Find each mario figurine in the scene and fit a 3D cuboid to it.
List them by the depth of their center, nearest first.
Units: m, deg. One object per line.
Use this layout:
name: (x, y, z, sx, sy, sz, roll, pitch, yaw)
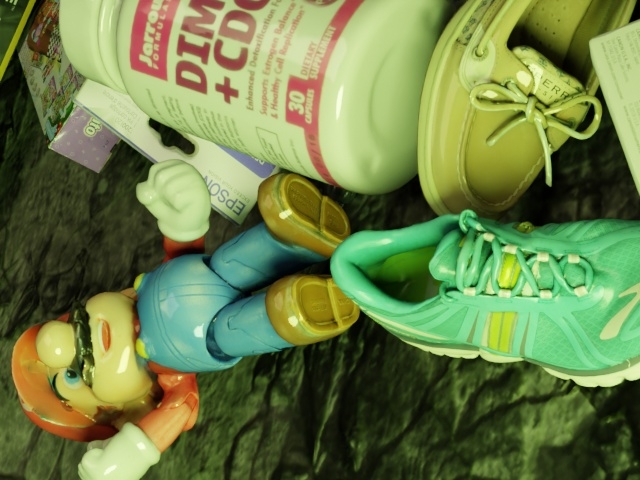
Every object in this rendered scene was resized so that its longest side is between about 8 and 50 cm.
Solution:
mario figurine: (-0.132, 0.066, 1.444, 0.320, 0.170, 0.198, -29, 21, 35)

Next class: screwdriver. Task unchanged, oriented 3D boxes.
screwdriver: (0.000, 0.000, 1.463, 0.025, 0.024, 0.170, -101, 33, -80)

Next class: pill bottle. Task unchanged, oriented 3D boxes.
pill bottle: (-0.049, -0.146, 1.410, 0.283, 0.160, 0.160, 20, 86, 33)

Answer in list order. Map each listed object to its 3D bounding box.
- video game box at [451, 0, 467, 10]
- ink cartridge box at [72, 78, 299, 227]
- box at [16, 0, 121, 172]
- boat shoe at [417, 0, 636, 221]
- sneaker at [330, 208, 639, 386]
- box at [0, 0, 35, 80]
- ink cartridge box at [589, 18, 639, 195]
video game box: (0.121, -0.268, 1.436, 0.187, 0.048, 0.205, -19, 56, 43)
ink cartridge box: (-0.074, -0.146, 1.544, 0.206, 0.045, 0.208, 37, 99, 26)
box: (-0.197, -0.208, 1.758, 0.201, 0.057, 0.293, -56, 25, 13)
boat shoe: (0.152, -0.140, 1.271, 0.089, 0.104, 0.285, 12, 79, 57)
sneaker: (0.124, 0.029, 1.195, 0.275, 0.110, 0.107, -4, 67, 41)
box: (-0.381, -0.195, 1.964, 0.322, 0.079, 0.257, -66, 19, -1)
ink cartridge box: (0.286, -0.083, 1.101, 0.224, 0.056, 0.181, -20, 50, 11)
